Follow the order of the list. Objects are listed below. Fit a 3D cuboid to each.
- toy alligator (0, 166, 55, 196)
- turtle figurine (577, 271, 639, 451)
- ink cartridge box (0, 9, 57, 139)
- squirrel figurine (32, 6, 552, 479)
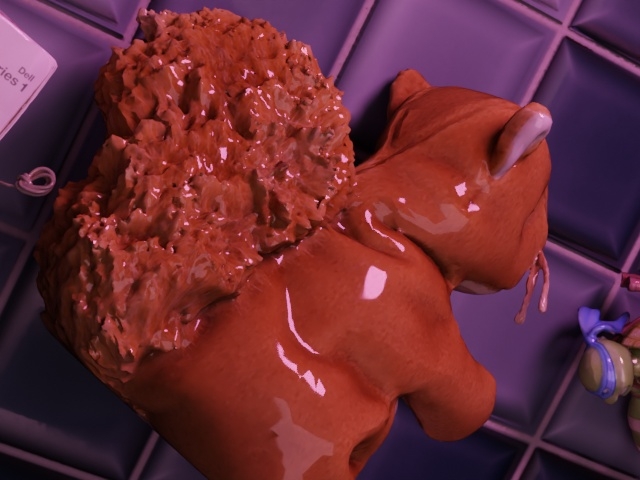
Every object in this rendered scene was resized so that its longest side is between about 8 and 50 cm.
[{"bbox_3d":[-0.276,-0.041,1.221,0.189,0.056,0.051,10,142,12],"label":"toy alligator"},{"bbox_3d":[0.365,0.151,1.468,0.266,0.275,0.198,-16,145,-19],"label":"turtle figurine"},{"bbox_3d":[-0.280,-0.150,1.120,0.160,0.219,0.092,39,90,-25],"label":"ink cartridge box"},{"bbox_3d":[0.000,0.000,1.249,0.370,0.281,0.397,-48,118,-8],"label":"squirrel figurine"}]
